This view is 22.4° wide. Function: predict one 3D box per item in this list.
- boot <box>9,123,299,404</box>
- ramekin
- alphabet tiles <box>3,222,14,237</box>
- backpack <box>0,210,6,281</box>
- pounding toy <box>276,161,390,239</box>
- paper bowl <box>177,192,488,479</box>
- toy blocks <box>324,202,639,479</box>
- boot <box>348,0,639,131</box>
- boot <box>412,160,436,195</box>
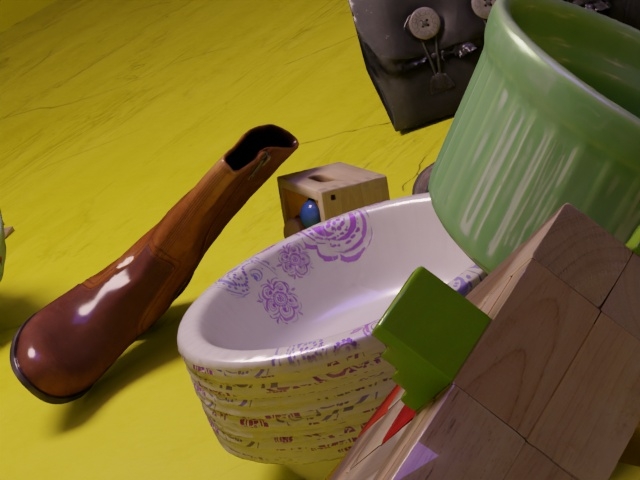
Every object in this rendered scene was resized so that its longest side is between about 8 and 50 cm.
[{"bbox_3d":[-0.154,0.022,1.558,0.280,0.096,0.264,-44,-8,33],"label":"boot"},{"bbox_3d":[0.223,-0.035,1.124,0.303,0.303,0.148,-90,26,-66],"label":"ramekin"},{"bbox_3d":[-0.535,0.035,2.212,0.198,0.009,0.237,-12,20,24],"label":"alphabet tiles"},{"bbox_3d":[-0.529,-0.008,1.820,0.355,0.290,0.273,12,-22,0],"label":"backpack"},{"bbox_3d":[0.000,0.000,1.589,0.100,0.130,0.141,-15,15,-22],"label":"pounding toy"},{"bbox_3d":[0.043,0.084,1.256,0.284,0.148,0.284,-19,19,7],"label":"paper bowl"},{"bbox_3d":[0.059,0.158,0.929,0.381,0.190,0.261,-53,1,-34],"label":"toy blocks"},{"bbox_3d":[0.239,-0.369,1.994,0.445,0.367,0.146,-17,0,13],"label":"boot"},{"bbox_3d":[0.233,-0.050,1.552,0.263,0.091,0.229,-31,26,-16],"label":"boot"}]
